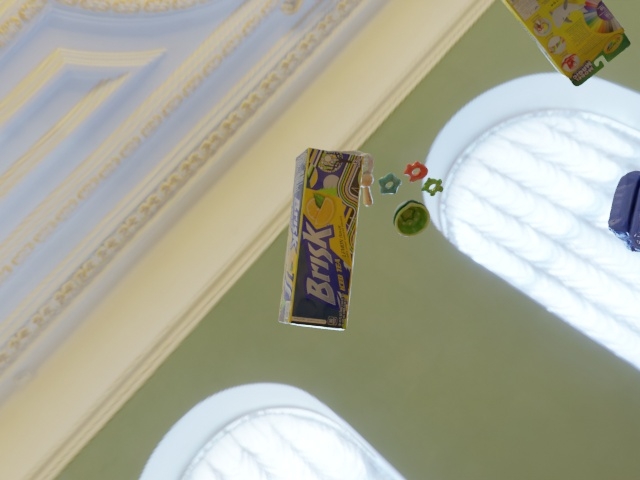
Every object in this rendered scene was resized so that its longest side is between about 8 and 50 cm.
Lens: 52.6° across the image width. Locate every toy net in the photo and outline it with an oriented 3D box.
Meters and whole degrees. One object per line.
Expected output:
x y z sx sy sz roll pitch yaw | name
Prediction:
0.115 -0.101 1.136 0.232 0.045 0.122 28 -68 -29 | toy net

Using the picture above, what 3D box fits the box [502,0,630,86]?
0.369 -0.329 0.971 0.105 0.179 0.043 -39 10 17 | box

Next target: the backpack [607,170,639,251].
0.332 -0.019 0.598 0.120 0.101 0.098 22 -92 -44 | backpack

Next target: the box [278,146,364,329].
0.000 0.000 0.631 0.059 0.054 0.169 8 -97 -13 | box
